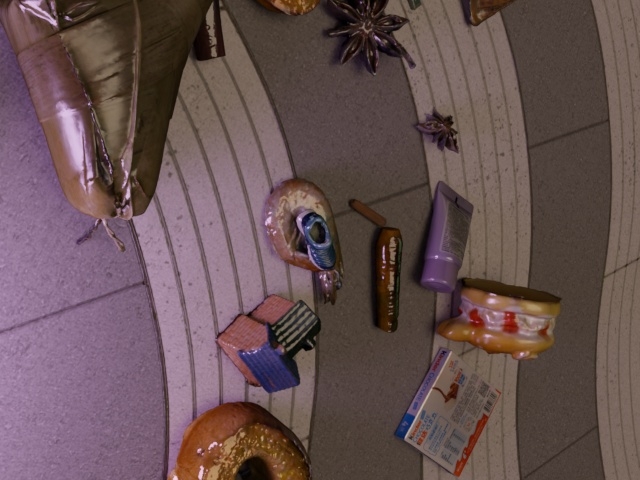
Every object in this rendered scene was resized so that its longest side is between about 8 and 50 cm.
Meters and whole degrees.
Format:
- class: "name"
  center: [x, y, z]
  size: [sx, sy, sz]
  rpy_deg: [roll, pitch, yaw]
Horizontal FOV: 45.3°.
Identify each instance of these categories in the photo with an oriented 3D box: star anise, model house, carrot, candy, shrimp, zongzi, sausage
- class: "star anise"
  center: [0.113, -0.480, 1.759]
  size: [0.262, 0.081, 0.230]
  rpy_deg: [33, 76, -24]
- class: "model house"
  center: [-0.088, 0.224, 1.653]
  size: [0.183, 0.172, 0.166]
  rpy_deg: [-47, 119, -23]
- class: "carrot"
  center: [0.168, 0.098, 1.894]
  size: [0.070, 0.070, 0.260]
  rpy_deg: [-7, 102, -36]
- class: "candy"
  center: [0.479, -0.670, 1.999]
  size: [0.271, 0.101, 0.143]
  rpy_deg: [-31, 119, -23]
- class: "star anise"
  center: [0.294, -0.281, 1.941]
  size: [0.129, 0.056, 0.124]
  rpy_deg: [5, 69, -33]
- class: "shrimp"
  center: [-0.031, 0.013, 1.735]
  size: [0.168, 0.077, 0.317]
  rpy_deg: [-22, 105, -22]
- class: "zongzi"
  center: [-0.276, -0.255, 1.399]
  size: [0.467, 0.218, 0.500]
  rpy_deg: [-22, 107, -26]
- class: "sausage"
  center: [0.114, -0.068, 1.854]
  size: [0.116, 0.026, 0.026]
  rpy_deg: [32, 78, -35]

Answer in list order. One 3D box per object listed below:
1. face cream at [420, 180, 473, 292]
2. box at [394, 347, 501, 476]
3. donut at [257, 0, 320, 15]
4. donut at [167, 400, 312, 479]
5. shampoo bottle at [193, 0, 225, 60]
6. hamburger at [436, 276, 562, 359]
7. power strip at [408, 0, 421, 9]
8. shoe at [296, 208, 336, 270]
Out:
- class: "face cream"
  center: [0.330, -0.005, 1.994]
  size: [0.154, 0.096, 0.274]
  rpy_deg: [30, 65, -33]
- class: "box"
  center: [0.354, 0.471, 2.094]
  size: [0.265, 0.048, 0.273]
  rpy_deg: [42, 73, -33]
- class: "donut"
  center: [-0.084, -0.560, 1.608]
  size: [0.190, 0.074, 0.174]
  rpy_deg: [9, 92, -33]
- class: "donut"
  center: [-0.165, 0.499, 1.651]
  size: [0.317, 0.150, 0.299]
  rpy_deg: [7, 89, -37]
- class: "shampoo bottle"
  center: [-0.234, -0.477, 1.510]
  size: [0.068, 0.067, 0.236]
  rpy_deg: [-17, 106, -26]
- class: "hamburger"
  center: [0.473, 0.211, 2.028]
  size: [0.303, 0.261, 0.186]
  rpy_deg: [10, 95, -19]
- class: "power strip"
  center: [0.221, -0.601, 1.862]
  size: [0.027, 0.017, 0.083]
  rpy_deg: [-41, 120, -27]
- class: "shoe"
  center: [0.000, 0.000, 1.670]
  size: [0.064, 0.071, 0.143]
  rpy_deg: [-27, 109, -17]
